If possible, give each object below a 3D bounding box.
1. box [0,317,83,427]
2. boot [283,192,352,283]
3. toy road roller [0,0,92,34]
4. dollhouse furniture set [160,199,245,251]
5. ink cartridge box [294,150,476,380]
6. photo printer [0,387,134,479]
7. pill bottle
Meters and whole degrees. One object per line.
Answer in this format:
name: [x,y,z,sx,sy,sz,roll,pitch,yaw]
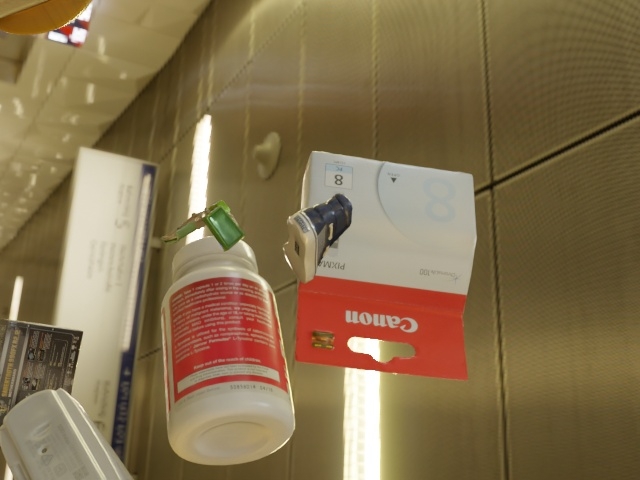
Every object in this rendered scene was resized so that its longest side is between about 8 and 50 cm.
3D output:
box: [-0.619,0.293,1.707,0.056,0.183,0.231,1,-101,42]
boot: [0.000,0.000,1.154,0.069,0.086,0.190,57,-16,14]
toy road roller: [-0.406,-0.423,0.999,0.240,0.203,0.329,-105,174,-71]
dollhouse furniture set: [-0.171,-0.012,1.204,0.076,0.058,0.152,-43,-165,-30]
ink cartridge box: [0.117,0.036,1.397,0.091,0.308,0.384,112,-16,-57]
photo printer: [-0.257,0.357,0.985,0.256,0.107,0.307,39,-26,43]
pill bottle: [-0.188,0.199,1.538,0.229,0.229,0.407,-54,-144,40]
